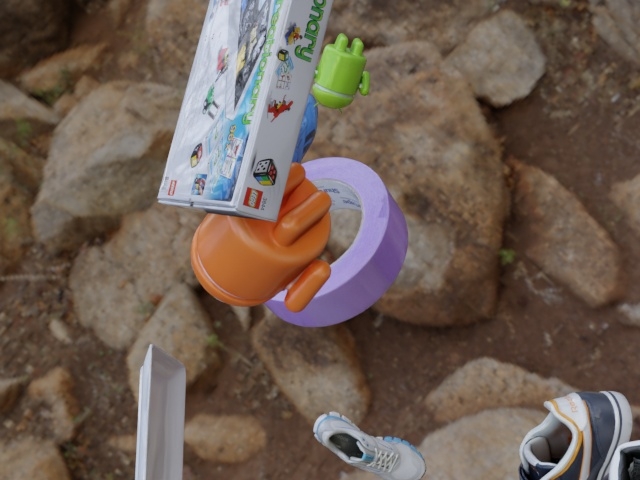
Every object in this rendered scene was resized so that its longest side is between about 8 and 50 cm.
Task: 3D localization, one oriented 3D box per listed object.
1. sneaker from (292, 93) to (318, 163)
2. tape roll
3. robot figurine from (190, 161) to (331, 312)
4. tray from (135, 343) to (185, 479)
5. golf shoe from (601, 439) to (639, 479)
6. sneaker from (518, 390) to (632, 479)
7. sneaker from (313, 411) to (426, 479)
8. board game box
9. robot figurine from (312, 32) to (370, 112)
[{"bbox_3d":[-0.055,-0.179,1.761,0.082,0.069,0.209,91,-160,-78],"label":"sneaker"},{"bbox_3d":[0.000,0.000,1.590,0.275,0.090,0.274,-14,52,19],"label":"tape roll"},{"bbox_3d":[-0.070,-0.001,1.111,0.219,0.158,0.128,-44,36,53],"label":"robot figurine"},{"bbox_3d":[-0.242,0.301,1.456,0.030,0.145,0.270,-6,68,13],"label":"tray"},{"bbox_3d":[0.177,0.139,0.515,0.077,0.094,0.198,-38,3,-21],"label":"golf shoe"},{"bbox_3d":[0.349,0.364,1.434,0.126,0.127,0.321,-124,41,-69],"label":"sneaker"},{"bbox_3d":[0.078,0.336,1.527,0.083,0.191,0.071,-128,61,-83],"label":"sneaker"},{"bbox_3d":[-0.073,-0.175,1.001,0.193,0.053,0.305,9,84,58],"label":"board game box"},{"bbox_3d":[0.028,-0.249,1.462,0.067,0.101,0.115,-108,34,-66],"label":"robot figurine"}]
